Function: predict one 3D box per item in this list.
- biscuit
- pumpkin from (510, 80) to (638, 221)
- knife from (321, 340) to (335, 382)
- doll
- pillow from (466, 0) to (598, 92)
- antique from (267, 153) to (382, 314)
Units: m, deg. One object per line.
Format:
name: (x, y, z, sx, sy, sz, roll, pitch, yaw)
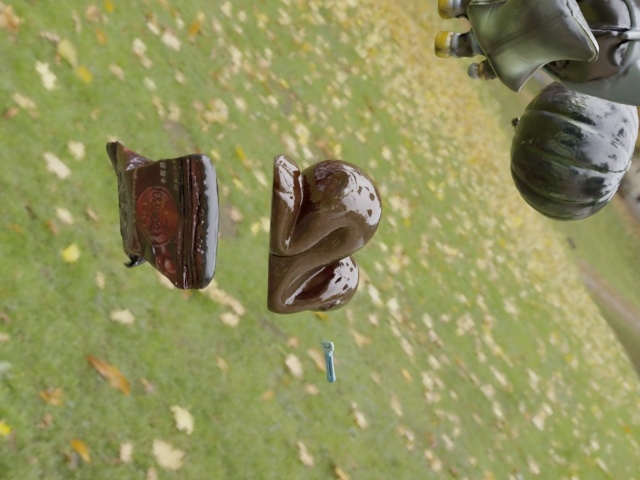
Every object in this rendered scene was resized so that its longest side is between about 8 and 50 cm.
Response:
biscuit: (-0.184, -0.030, 1.192, 0.063, 0.151, 0.235, -6, 11, -29)
pumpkin: (0.407, -0.158, 1.740, 0.216, 0.250, 0.250, 28, 0, 32)
knife: (0.017, 0.250, 2.185, 0.010, 0.027, 0.096, -38, 127, -55)
doll: (0.278, -0.236, 1.229, 0.316, 0.145, 0.103, 10, -11, 29)
pillow: (0.184, -0.185, 0.944, 0.135, 0.055, 0.091, 171, -87, -68)
antique: (0.000, 0.000, 1.391, 0.143, 0.257, 0.121, 3, 41, -6)
